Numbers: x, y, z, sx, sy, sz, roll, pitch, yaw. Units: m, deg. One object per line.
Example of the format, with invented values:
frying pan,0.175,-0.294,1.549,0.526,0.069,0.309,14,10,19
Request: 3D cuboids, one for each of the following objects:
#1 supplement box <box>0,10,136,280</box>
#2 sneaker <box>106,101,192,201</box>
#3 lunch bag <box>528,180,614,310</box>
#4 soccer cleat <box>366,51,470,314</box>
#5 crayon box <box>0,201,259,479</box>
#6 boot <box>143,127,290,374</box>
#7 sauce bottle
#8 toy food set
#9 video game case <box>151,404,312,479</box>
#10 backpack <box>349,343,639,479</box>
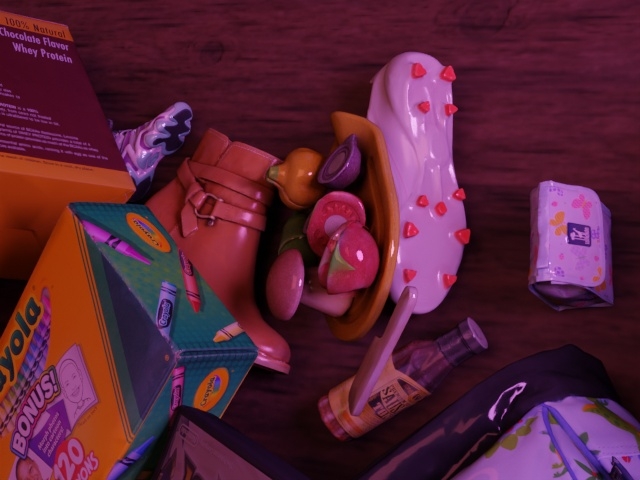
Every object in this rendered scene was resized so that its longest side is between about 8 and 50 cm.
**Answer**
supplement box,-0.290,-0.085,1.152,0.129,0.191,0.194,-47,55,31
sneaker,-0.157,-0.089,1.182,0.069,0.038,0.098,42,96,33
lunch bag,0.166,0.004,0.931,0.053,0.083,0.071,-7,69,29
soccer cleat,0.066,-0.041,1.026,0.076,0.068,0.196,-17,69,57
crayon box,-0.174,0.129,1.039,0.165,0.081,0.278,49,121,34
boot,-0.067,0.004,1.079,0.197,0.073,0.152,32,87,32
sauce bottle,0.059,0.097,0.988,0.128,0.042,0.042,-35,59,19
toy food set,0.000,0.000,0.988,0.218,0.071,0.128,-101,28,-42
video game case,-0.070,0.248,0.825,0.275,0.035,0.248,17,87,63
backpack,0.135,0.266,0.782,0.290,0.273,0.355,-39,68,9
